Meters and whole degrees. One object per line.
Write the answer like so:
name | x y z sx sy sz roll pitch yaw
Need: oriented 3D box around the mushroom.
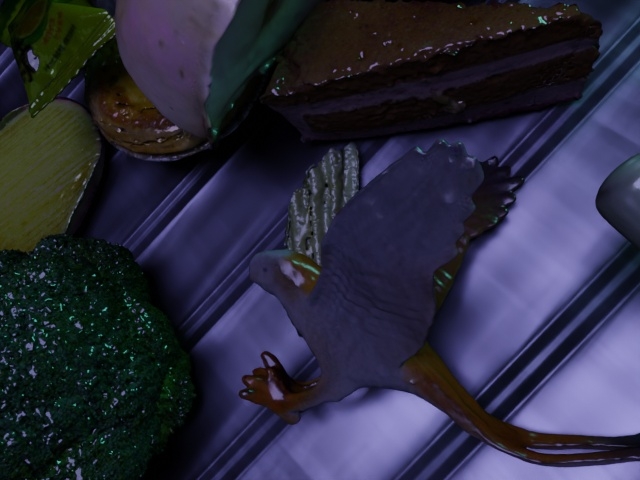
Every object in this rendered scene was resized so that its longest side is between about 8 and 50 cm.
mushroom | -0.104 -0.245 0.546 0.173 0.162 0.236 33 74 4

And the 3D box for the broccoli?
broccoli | -0.263 0.135 0.580 0.245 0.265 0.294 -30 63 47

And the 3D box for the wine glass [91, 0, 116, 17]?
wine glass | -0.256 -0.306 0.768 0.196 0.079 0.079 -20 69 15

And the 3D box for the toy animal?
toy animal | 0.086 0.095 0.509 0.302 0.225 0.284 -30 87 20

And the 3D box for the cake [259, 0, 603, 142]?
cake | 0.099 -0.167 0.568 0.295 0.116 0.112 0 67 20

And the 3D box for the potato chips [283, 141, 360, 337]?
potato chips | 0.000 0.000 0.606 0.092 0.028 0.207 -3 78 15

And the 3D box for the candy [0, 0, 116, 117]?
candy | -0.306 -0.240 0.698 0.149 0.069 0.246 -48 48 14

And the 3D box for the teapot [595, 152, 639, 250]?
teapot | 0.314 0.095 0.390 0.318 0.149 0.220 21 82 24

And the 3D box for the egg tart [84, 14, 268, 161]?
egg tart | -0.156 -0.191 0.689 0.234 0.094 0.234 -6 71 18

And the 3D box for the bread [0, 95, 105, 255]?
bread | -0.363 -0.077 0.770 0.229 0.033 0.228 -7 71 20
